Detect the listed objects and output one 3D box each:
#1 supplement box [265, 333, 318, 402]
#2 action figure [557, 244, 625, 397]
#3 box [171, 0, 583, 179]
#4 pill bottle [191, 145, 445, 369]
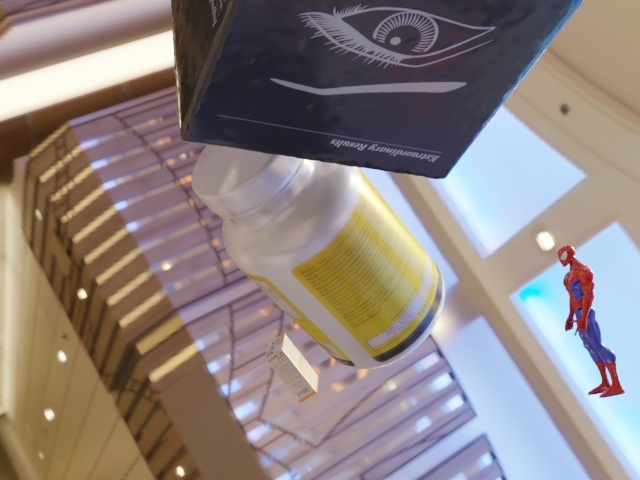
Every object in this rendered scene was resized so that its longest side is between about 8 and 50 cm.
[{"bbox_3d":[-0.047,0.211,1.400,0.098,0.036,0.062,54,12,-13],"label":"supplement box"},{"bbox_3d":[0.198,0.059,0.636,0.038,0.030,0.115,67,12,-85],"label":"action figure"},{"bbox_3d":[0.029,-0.137,0.385,0.207,0.153,0.108,126,-37,-47],"label":"box"},{"bbox_3d":[0.000,0.000,0.569,0.103,0.103,0.184,21,-21,51],"label":"pill bottle"}]
